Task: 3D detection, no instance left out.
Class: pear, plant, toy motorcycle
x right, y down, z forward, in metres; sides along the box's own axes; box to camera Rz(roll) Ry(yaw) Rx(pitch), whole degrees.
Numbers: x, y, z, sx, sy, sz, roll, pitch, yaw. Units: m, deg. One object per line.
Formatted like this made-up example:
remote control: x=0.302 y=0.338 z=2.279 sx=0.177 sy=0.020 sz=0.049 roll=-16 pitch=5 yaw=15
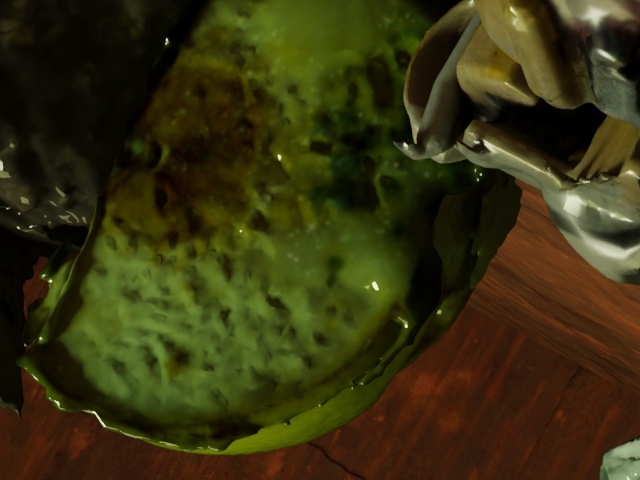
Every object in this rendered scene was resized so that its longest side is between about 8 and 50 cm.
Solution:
pear: x=0.000 y=0.000 z=0.809 sx=0.164 sy=0.238 sz=0.255 roll=23 pitch=174 yaw=13
plant: x=-0.198 y=-0.063 z=1.011 sx=0.215 sy=0.312 sz=0.213 roll=27 pitch=-177 yaw=-40
toy motorcycle: x=0.077 y=-0.054 z=0.535 sx=0.130 sy=0.094 sz=0.229 roll=31 pitch=173 yaw=18

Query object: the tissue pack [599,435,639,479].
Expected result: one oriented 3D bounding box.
tissue pack: x=0.389 y=0.229 z=1.236 sx=0.311 sy=0.128 sz=0.228 roll=29 pitch=143 yaw=-23
